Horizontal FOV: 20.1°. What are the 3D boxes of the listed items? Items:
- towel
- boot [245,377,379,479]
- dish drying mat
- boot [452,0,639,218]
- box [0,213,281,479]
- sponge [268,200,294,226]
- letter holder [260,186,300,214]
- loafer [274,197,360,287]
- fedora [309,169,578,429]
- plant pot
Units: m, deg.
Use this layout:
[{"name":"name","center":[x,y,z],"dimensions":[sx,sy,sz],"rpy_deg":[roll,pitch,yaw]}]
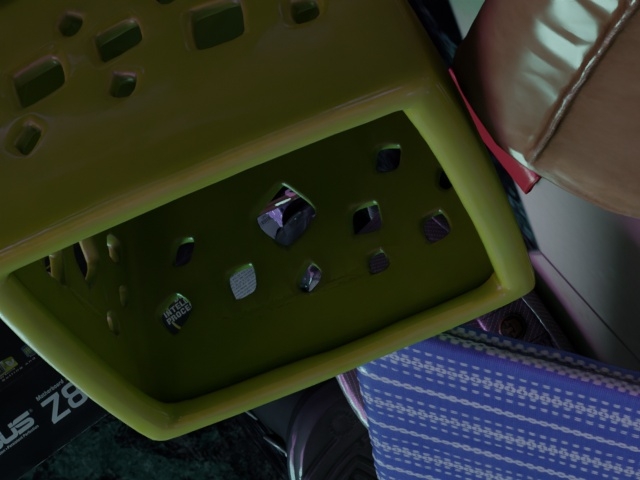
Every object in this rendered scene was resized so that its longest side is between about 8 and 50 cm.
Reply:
[{"name":"towel","center":[0.146,0.133,1.084],"dimensions":[0.243,0.040,0.336],"rpy_deg":[14,155,13]},{"name":"boot","center":[-0.008,0.149,1.713],"dimensions":[0.367,0.146,0.445],"rpy_deg":[51,176,-41]},{"name":"dish drying mat","center":[0.100,-0.065,1.058],"dimensions":[0.083,0.008,0.032],"rpy_deg":[53,168,8]},{"name":"boot","center":[0.081,-0.108,0.688],"dimensions":[0.236,0.089,0.269],"rpy_deg":[33,166,5]},{"name":"box","center":[-0.228,0.067,1.791],"dimensions":[0.097,0.395,0.318],"rpy_deg":[58,169,-21]},{"name":"sponge","center":[-0.080,-0.108,1.597],"dimensions":[0.117,0.031,0.210],"rpy_deg":[41,163,48]},{"name":"letter holder","center":[-0.094,-0.076,1.185],"dimensions":[0.152,0.214,0.302],"rpy_deg":[56,160,-8]},{"name":"loafer","center":[0.000,0.000,1.521],"dimensions":[0.223,0.076,0.078],"rpy_deg":[160,105,-83]},{"name":"fedora","center":[0.085,0.088,1.272],"dimensions":[0.275,0.124,0.244],"rpy_deg":[58,169,-17]},{"name":"plant pot","center":[-0.046,-0.061,0.890],"dimensions":[0.227,0.228,0.207],"rpy_deg":[55,-164,-58]}]
